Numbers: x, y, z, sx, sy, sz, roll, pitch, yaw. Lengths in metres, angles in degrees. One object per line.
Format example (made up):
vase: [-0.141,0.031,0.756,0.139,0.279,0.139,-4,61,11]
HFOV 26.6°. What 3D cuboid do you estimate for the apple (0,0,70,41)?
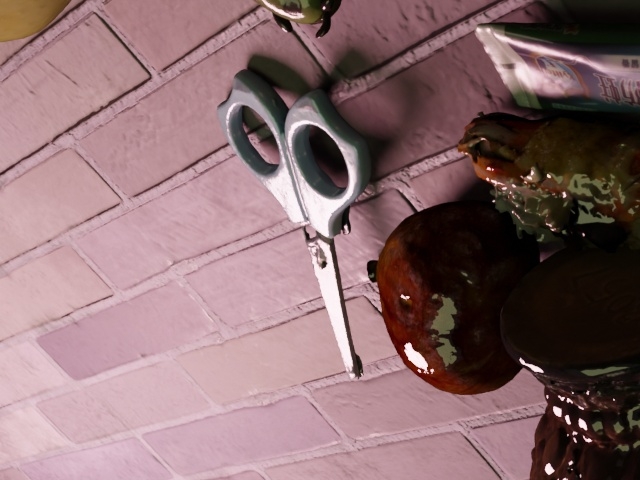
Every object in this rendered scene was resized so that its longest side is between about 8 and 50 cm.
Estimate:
apple: [-0.318,-0.321,1.035,0.357,0.357,0.357,23,141,19]

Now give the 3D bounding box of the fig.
fig: [0.107,0.039,1.244,0.274,0.146,0.170,-157,60,-69]

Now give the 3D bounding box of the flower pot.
flower pot: [0.278,0.144,1.105,0.267,0.266,0.267,0,127,40]

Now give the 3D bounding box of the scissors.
scissors: [0.001,-0.001,1.334,0.191,0.029,0.360,18,136,40]

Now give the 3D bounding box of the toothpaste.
toothpaste: [0.290,-0.123,0.966,0.392,0.061,0.098,5,146,39]

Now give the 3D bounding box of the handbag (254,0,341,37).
handbag: [-0.033,-0.216,1.147,0.111,0.047,0.072,26,141,12]

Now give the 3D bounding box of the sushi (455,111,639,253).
sushi: [0.207,-0.045,1.079,0.226,0.097,0.103,10,120,33]
